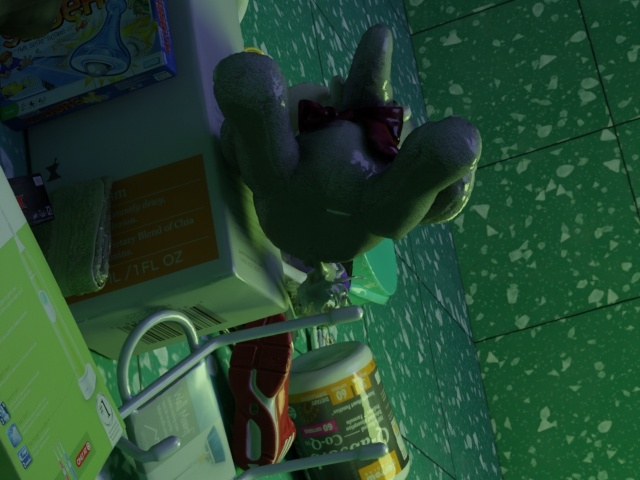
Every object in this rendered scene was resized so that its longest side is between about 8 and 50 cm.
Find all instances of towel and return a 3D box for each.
[{"bbox_3d":[-0.269,0.000,1.463,0.027,0.110,0.148,51,30,-49],"label":"towel"}]

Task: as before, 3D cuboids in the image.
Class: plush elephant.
[{"bbox_3d":[0.038,-0.108,1.519,0.330,0.272,0.255,97,8,-48],"label":"plush elephant"}]

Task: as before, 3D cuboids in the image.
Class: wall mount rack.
[{"bbox_3d":[-0.083,0.216,1.533,0.304,0.130,0.350,-36,131,-33],"label":"wall mount rack"}]

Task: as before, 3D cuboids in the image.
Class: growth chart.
[{"bbox_3d":[0.028,0.231,2.402,0.237,0.021,0.172,50,27,-56],"label":"growth chart"}]

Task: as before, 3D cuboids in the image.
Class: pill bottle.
[{"bbox_3d":[0.042,0.305,2.107,0.162,0.162,0.278,-50,121,-72],"label":"pill bottle"}]

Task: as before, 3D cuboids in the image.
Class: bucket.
[{"bbox_3d":[0.000,0.000,2.242,0.281,0.183,0.281,-17,90,-74],"label":"bucket"}]

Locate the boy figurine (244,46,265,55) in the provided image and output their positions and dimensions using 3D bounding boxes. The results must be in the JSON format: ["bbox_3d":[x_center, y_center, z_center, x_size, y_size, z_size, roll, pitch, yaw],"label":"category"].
[{"bbox_3d":[-0.144,-0.222,2.164,0.177,0.092,0.285,65,20,-16],"label":"boy figurine"}]

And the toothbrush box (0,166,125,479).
[{"bbox_3d":[-0.302,0.106,1.206,0.206,0.122,0.283,-67,138,-66],"label":"toothbrush box"}]

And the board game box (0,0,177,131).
[{"bbox_3d":[-0.262,-0.214,1.533,0.035,0.201,0.136,39,36,-64],"label":"board game box"}]

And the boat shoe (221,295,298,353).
[{"bbox_3d":[-0.106,0.074,1.932,0.319,0.116,0.099,65,15,-48],"label":"boat shoe"}]

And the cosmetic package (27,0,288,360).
[{"bbox_3d":[-0.200,-0.117,1.598,0.161,0.230,0.453,41,35,-62],"label":"cosmetic package"}]

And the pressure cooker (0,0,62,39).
[{"bbox_3d":[-0.363,-0.151,0.804,0.370,0.376,0.420,51,27,-47],"label":"pressure cooker"}]

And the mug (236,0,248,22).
[{"bbox_3d":[-0.157,-0.480,2.136,0.328,0.276,0.374,-11,114,-66],"label":"mug"}]

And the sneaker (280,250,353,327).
[{"bbox_3d":[-0.060,-0.013,2.037,0.293,0.102,0.146,45,53,-25],"label":"sneaker"}]

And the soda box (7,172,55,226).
[{"bbox_3d":[-0.327,-0.028,1.375,0.169,0.060,0.053,-28,101,-75],"label":"soda box"}]

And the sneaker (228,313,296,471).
[{"bbox_3d":[-0.077,0.211,1.935,0.128,0.087,0.221,49,50,-77],"label":"sneaker"}]
